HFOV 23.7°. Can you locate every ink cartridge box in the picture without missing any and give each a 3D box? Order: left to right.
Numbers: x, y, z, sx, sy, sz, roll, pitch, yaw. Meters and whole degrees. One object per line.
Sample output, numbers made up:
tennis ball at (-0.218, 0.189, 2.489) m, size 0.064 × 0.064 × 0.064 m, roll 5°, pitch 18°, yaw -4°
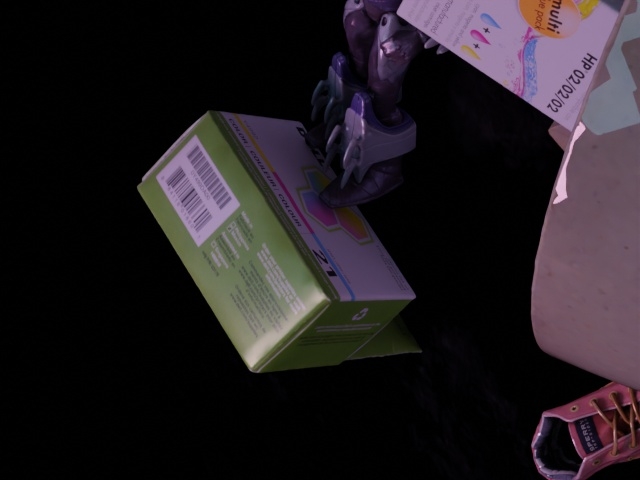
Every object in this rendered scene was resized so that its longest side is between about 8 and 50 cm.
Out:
ink cartridge box at (0.000, 0.000, 1.252) m, size 0.097 × 0.255 × 0.189 m, roll -44°, pitch 67°, yaw 26°
ink cartridge box at (0.144, -0.120, 0.834) m, size 0.181 × 0.061 × 0.104 m, roll 34°, pitch 150°, yaw 2°

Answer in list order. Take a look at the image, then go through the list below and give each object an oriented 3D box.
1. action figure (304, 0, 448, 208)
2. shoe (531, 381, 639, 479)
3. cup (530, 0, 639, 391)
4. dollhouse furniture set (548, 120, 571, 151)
action figure at (0.045, -0.168, 1.133) m, size 0.185 × 0.099 × 0.285 m, roll -124°, pitch 30°, yaw -42°
shoe at (0.207, 0.120, 1.009) m, size 0.063 × 0.081 × 0.178 m, roll 66°, pitch 156°, yaw 11°
cup at (0.262, -0.048, 0.550) m, size 0.237 × 0.331 × 0.331 m, roll 29°, pitch 139°, yaw 20°
dollhouse furniture set at (0.181, -0.248, 0.853) m, size 0.355 × 0.174 × 0.303 m, roll 47°, pitch 149°, yaw -19°
